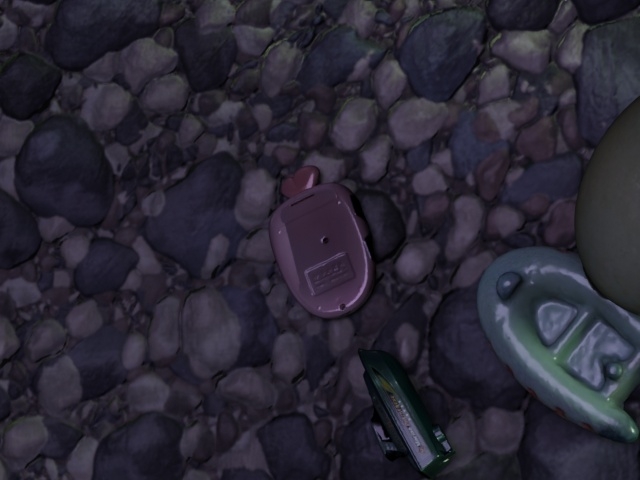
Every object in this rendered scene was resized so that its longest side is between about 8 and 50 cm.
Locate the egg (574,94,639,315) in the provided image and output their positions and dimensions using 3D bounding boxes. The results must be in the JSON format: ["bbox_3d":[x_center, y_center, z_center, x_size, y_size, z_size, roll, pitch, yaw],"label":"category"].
[{"bbox_3d":[0.325,-0.045,1.249,0.253,0.186,0.186,-49,63,4],"label":"egg"}]

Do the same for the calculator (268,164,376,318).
[{"bbox_3d":[0.000,0.000,1.469,0.103,0.024,0.166,-27,68,15],"label":"calculator"}]

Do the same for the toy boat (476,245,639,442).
[{"bbox_3d":[0.228,0.085,1.320,0.208,0.079,0.134,43,98,25],"label":"toy boat"}]

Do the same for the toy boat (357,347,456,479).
[{"bbox_3d":[0.071,0.159,1.378,0.060,0.055,0.141,-31,66,6],"label":"toy boat"}]
